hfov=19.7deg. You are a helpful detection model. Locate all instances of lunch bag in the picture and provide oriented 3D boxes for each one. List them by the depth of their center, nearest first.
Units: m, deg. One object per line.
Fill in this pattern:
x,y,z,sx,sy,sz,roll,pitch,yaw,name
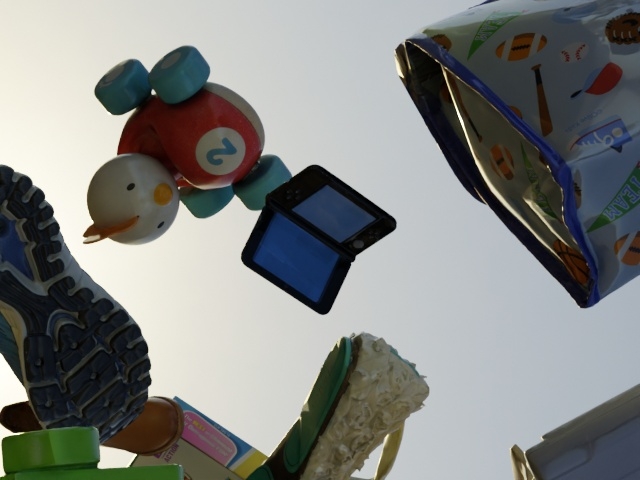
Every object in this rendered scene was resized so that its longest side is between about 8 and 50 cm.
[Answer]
0.294,-0.154,1.868,0.385,0.328,0.239,51,-17,48,lunch bag

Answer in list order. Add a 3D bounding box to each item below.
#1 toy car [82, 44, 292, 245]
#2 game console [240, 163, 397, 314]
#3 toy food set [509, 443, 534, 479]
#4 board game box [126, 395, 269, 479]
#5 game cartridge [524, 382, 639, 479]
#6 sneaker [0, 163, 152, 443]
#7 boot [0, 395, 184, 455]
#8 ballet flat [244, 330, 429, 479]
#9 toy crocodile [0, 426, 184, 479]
-0.196,-0.072,2.233,0.210,0.238,0.219,-6,-50,46,toy car
0.000,0.000,1.835,0.107,0.122,0.071,-34,-143,33,game console
0.131,0.382,2.005,0.092,0.306,0.220,32,-26,31,toy food set
-0.118,0.377,2.364,0.242,0.316,0.064,-55,-178,32,board game box
0.339,0.290,1.892,0.060,0.196,0.294,38,-25,62,game cartridge
-0.269,0.054,1.756,0.147,0.130,0.330,32,-31,59,sneaker
-0.276,0.221,2.226,0.197,0.152,0.073,-9,-104,37,boot
-0.003,0.289,2.159,0.409,0.147,0.147,-57,-142,25,ballet flat
-0.236,0.190,1.199,0.105,0.340,0.115,-18,-101,54,toy crocodile
